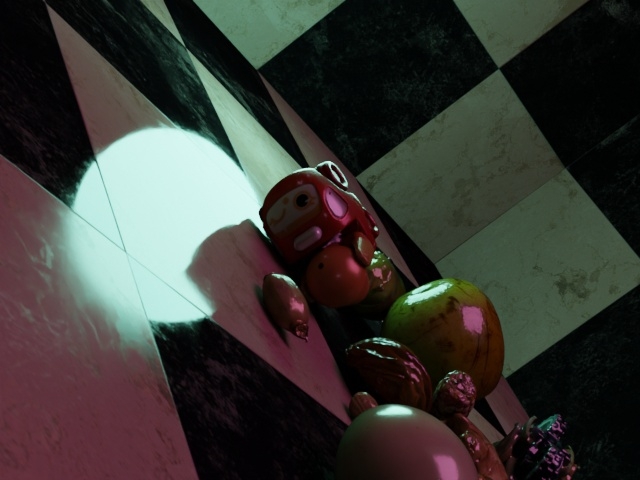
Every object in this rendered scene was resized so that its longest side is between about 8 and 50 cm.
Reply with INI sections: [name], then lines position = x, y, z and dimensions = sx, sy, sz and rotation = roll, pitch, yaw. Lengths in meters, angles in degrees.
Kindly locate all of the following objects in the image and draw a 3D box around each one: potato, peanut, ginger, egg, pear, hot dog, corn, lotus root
[potato]
position = 0.109, 0.095, 2.465
dimensions = 0.248, 0.143, 0.169
rotation = 37, 26, -61
[peanut]
position = 0.086, 0.305, 1.877
dimensions = 0.113, 0.054, 0.054
rotation = 61, 12, 26
[ginger]
position = 0.317, 0.480, 1.979
dimensions = 0.375, 0.166, 0.236
rotation = 47, -27, 27
[egg]
position = 0.112, 0.321, 1.507
dimensions = 0.188, 0.188, 0.254
rotation = 47, 8, -31
[pear]
position = 0.260, 0.221, 2.368
dimensions = 0.284, 0.283, 0.283
rotation = 51, 9, -12
[hot dog]
position = 0.136, 0.255, 2.078
dimensions = 0.196, 0.122, 0.272
rotation = 50, 2, 2
[corn]
position = 0.236, 0.333, 2.131
dimensions = 0.079, 0.079, 0.237
rotation = 58, -30, 29
[lotus root]
position = -0.056, 0.106, 1.862
dimensions = 0.073, 0.062, 0.150
rotation = 42, 13, -50

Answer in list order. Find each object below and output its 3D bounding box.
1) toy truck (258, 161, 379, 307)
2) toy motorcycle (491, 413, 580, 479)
[toy truck]
position = 0.000, 0.000, 2.182
dimensions = 0.265, 0.189, 0.239
rotation = 50, 18, -16
[toy motorcycle]
position = 0.418, 0.479, 2.317
dimensions = 0.168, 0.237, 0.410
rotation = 39, 10, 9
